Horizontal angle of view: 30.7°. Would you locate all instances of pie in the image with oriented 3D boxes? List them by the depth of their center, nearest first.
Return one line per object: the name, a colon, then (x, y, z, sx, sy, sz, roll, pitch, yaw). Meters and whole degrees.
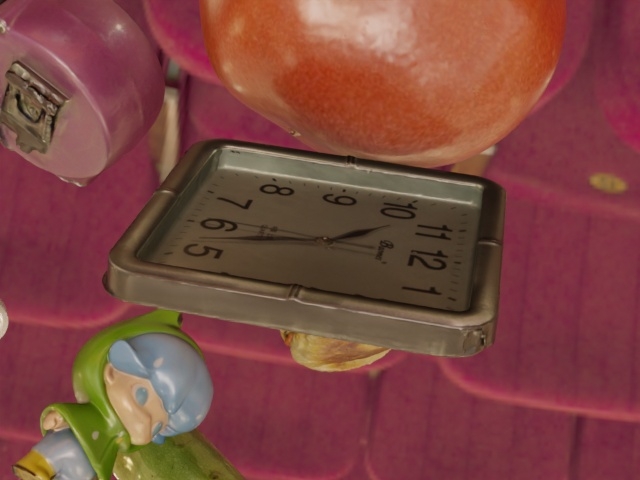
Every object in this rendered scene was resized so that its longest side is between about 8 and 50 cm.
pie: (0.053, 0.079, 1.267, 0.179, 0.084, 0.205, 0, 149, -37)

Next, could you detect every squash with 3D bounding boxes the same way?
squash: (-0.142, 0.307, 1.384, 0.370, 0.118, 0.118, 33, 180, 44)

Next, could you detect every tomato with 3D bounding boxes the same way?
tomato: (0.048, -0.201, 1.093, 0.341, 0.272, 0.341, 20, 172, 3)

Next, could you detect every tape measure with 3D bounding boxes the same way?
tape measure: (-0.302, -0.174, 1.315, 0.231, 0.149, 0.245, 38, 144, 2)

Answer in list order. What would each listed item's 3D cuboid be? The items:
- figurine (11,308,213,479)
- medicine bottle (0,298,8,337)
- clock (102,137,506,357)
figurine: (-0.231, 0.189, 1.308, 0.143, 0.263, 0.162, 8, 131, 41)
medicine bottle: (-0.547, 0.117, 1.816, 0.095, 0.095, 0.260, 21, 170, -26)
clock: (0.000, 0.001, 0.894, 0.279, 0.273, 0.049, 10, 116, 7)
